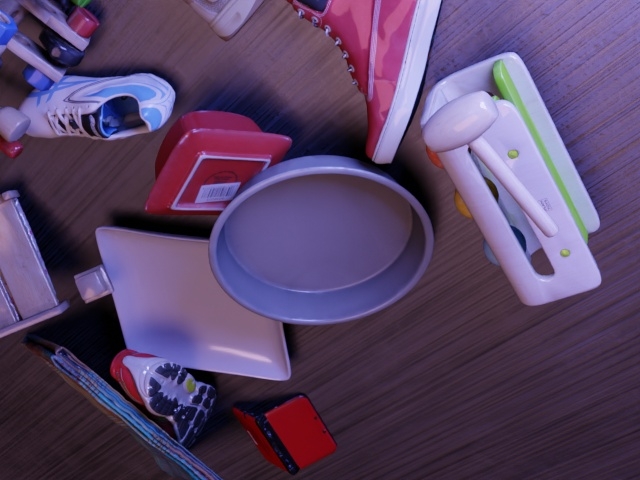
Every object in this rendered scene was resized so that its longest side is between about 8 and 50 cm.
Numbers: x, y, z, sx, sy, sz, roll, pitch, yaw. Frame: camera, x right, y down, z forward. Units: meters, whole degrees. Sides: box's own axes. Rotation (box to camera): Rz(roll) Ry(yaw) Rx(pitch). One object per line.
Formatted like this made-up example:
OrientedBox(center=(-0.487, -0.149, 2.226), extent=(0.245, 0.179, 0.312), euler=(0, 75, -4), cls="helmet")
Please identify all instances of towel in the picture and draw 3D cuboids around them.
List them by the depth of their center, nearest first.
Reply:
OrientedBox(center=(-0.335, 0.293, 1.471), extent=(0.370, 0.040, 0.271), euler=(46, 158, -20), cls="towel")

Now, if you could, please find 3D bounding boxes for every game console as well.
OrientedBox(center=(-0.063, 0.323, 1.511), extent=(0.124, 0.085, 0.144), euler=(12, 138, 50), cls="game console")

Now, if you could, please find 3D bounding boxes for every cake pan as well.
OrientedBox(center=(0.000, 0.000, 1.157), extent=(0.293, 0.054, 0.293), euler=(-3, 136, -3), cls="cake pan")

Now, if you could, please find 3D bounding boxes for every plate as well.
OrientedBox(center=(-0.184, 0.091, 1.342), extent=(0.278, 0.045, 0.277), euler=(5, 129, 13), cls="plate")

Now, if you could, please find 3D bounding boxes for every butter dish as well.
OrientedBox(center=(-0.146, -0.115, 1.128), extent=(0.160, 0.118, 0.160), euler=(-1, 142, -37), cls="butter dish")

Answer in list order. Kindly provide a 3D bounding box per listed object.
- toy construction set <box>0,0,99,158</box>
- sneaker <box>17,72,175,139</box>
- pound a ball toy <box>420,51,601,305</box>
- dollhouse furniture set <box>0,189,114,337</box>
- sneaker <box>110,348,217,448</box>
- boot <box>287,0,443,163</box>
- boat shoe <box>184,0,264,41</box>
OrientedBox(center=(-0.426, -0.257, 1.034), extent=(0.237, 0.257, 0.309), euler=(39, 134, 0), cls="toy construction set")
OrientedBox(center=(-0.305, -0.167, 1.149), extent=(0.237, 0.086, 0.085), euler=(-4, 128, 22), cls="sneaker")
OrientedBox(center=(0.201, -0.057, 0.999), extent=(0.136, 0.208, 0.319), euler=(-20, 120, 29), cls="pound a ball toy")
OrientedBox(center=(-0.528, -0.004, 1.362), extent=(0.356, 0.174, 0.303), euler=(-21, 96, 2), cls="dollhouse furniture set")
OrientedBox(center=(-0.257, 0.248, 1.440), extent=(0.118, 0.107, 0.279), euler=(21, 153, 24), cls="sneaker")
OrientedBox(center=(0.036, -0.214, 1.009), extent=(0.176, 0.088, 0.244), euler=(14, 122, 7), cls="boot")
OrientedBox(center=(-0.053, -0.337, 0.924), extent=(0.098, 0.109, 0.302), euler=(38, 134, -15), cls="boat shoe")
